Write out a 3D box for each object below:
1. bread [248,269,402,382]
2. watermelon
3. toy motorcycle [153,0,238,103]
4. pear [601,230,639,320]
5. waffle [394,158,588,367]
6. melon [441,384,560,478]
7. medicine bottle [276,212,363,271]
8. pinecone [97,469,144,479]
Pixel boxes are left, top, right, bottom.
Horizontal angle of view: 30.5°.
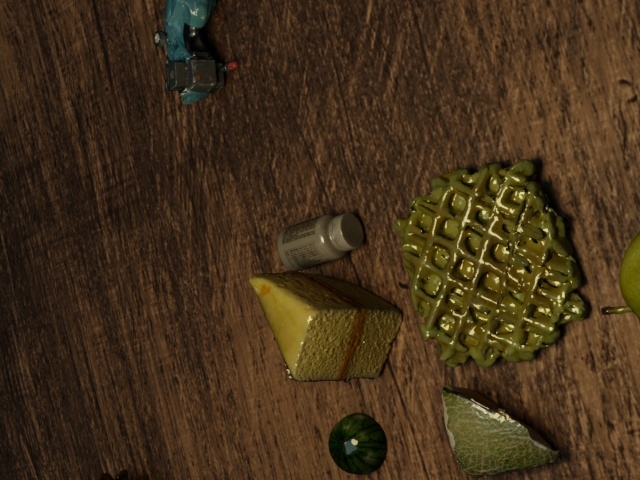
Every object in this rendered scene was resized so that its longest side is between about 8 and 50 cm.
[{"bbox_3d":[-0.010,0.133,1.912,0.178,0.240,0.135,30,106,36],"label":"bread"},{"bbox_3d":[0.055,0.346,1.984,0.105,0.062,0.105,-1,88,30],"label":"watermelon"},{"bbox_3d":[-0.228,-0.387,2.110,0.182,0.123,0.272,-6,88,59],"label":"toy motorcycle"},{"bbox_3d":[0.473,0.062,1.570,0.216,0.166,0.180,-37,86,26],"label":"pear"},{"bbox_3d":[0.251,0.040,1.800,0.297,0.073,0.317,-24,79,36],"label":"waffle"},{"bbox_3d":[0.264,0.308,1.806,0.202,0.093,0.139,30,109,23],"label":"melon"},{"bbox_3d":[0.000,0.000,1.985,0.140,0.079,0.079,-18,83,38],"label":"medicine bottle"},{"bbox_3d":[-0.367,0.535,2.269,0.165,0.163,0.163,18,105,24],"label":"pinecone"}]
